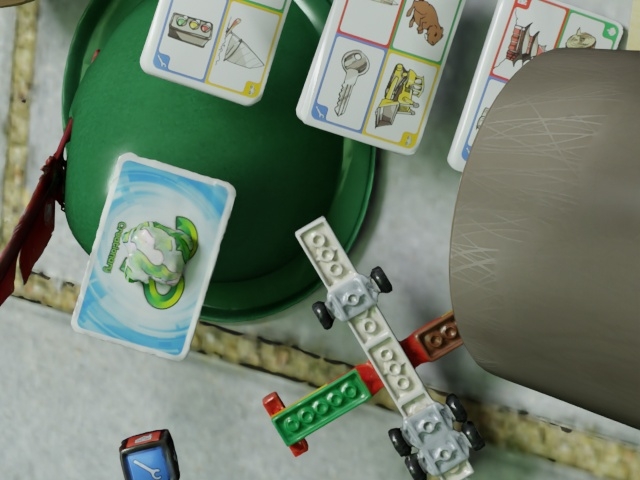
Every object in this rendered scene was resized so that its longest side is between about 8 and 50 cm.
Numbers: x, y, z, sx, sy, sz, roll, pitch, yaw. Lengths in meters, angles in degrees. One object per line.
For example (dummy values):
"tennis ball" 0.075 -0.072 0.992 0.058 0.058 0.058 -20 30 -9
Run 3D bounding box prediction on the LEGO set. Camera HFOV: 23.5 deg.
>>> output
"LEGO set" 0.000 0.000 0.640 0.182 0.060 0.244 17 96 -4

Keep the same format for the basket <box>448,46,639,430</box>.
"basket" 0.172 0.013 0.517 0.227 0.204 0.154 14 68 36

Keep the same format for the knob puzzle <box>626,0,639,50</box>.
"knob puzzle" 0.202 -0.125 0.548 0.213 0.030 0.213 6 101 29

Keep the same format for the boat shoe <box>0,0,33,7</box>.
"boat shoe" -0.155 -0.252 0.707 0.104 0.089 0.285 -5 100 5

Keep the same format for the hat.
"hat" -0.092 -0.026 0.642 0.173 0.183 0.209 0 99 30
